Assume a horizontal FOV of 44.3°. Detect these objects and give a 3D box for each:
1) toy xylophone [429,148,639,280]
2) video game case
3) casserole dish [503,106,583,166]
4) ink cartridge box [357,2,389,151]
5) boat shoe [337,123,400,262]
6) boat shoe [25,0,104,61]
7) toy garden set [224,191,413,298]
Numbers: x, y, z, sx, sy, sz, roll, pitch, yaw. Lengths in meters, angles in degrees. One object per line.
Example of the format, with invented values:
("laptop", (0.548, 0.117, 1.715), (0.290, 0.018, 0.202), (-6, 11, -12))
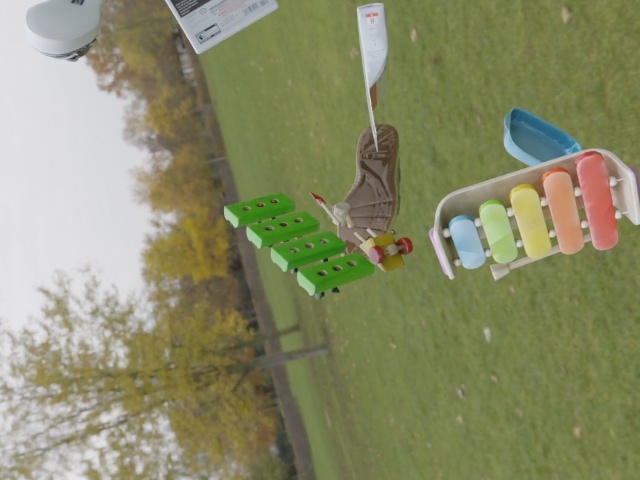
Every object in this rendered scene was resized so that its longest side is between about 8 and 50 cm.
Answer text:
("toy xylophone", (0.339, -0.025, 1.232), (0.236, 0.323, 0.081), (51, -157, -39))
("video game case", (-0.208, -0.494, 1.572), (0.173, 0.190, 0.022), (59, 178, -1))
("casserole dish", (0.405, -0.170, 1.441), (0.037, 0.188, 0.114), (-49, 22, 49))
("ink cartridge box", (0.085, -0.229, 1.130), (0.145, 0.045, 0.179), (39, -140, -84))
("boat shoe", (0.103, -0.075, 1.435), (0.089, 0.104, 0.285), (57, -137, -57))
("boat shoe", (-0.425, -0.347, 1.316), (0.301, 0.108, 0.102), (-103, 28, -58))
("toy garden set", (0.000, 0.000, 1.217), (0.244, 0.204, 0.049), (39, 135, 41))
